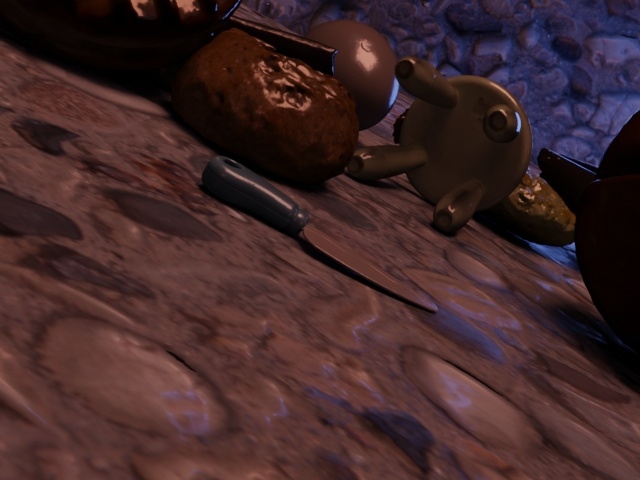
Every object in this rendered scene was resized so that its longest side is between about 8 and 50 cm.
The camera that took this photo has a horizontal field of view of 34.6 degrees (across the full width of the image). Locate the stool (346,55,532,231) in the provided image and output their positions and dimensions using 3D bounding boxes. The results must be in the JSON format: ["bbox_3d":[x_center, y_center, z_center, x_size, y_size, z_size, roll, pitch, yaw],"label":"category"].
[{"bbox_3d":[0.174,-0.130,1.389,0.195,0.195,0.198,32,16,16],"label":"stool"}]

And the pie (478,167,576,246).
[{"bbox_3d":[0.292,-0.079,1.641,0.274,0.105,0.257,34,4,19],"label":"pie"}]

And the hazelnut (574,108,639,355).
[{"bbox_3d":[0.513,-0.003,1.151,0.429,0.402,0.402,40,13,-2],"label":"hazelnut"}]

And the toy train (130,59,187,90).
[{"bbox_3d":[-0.237,-0.258,1.264,0.409,0.086,0.089,24,19,-19],"label":"toy train"}]

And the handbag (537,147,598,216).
[{"bbox_3d":[0.490,-0.025,1.733,0.285,0.113,0.257,38,7,-34],"label":"handbag"}]

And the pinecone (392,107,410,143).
[{"bbox_3d":[0.180,-0.198,1.880,0.102,0.102,0.109,34,-4,24],"label":"pinecone"}]

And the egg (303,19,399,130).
[{"bbox_3d":[0.041,-0.260,1.650,0.176,0.176,0.232,22,22,-25],"label":"egg"}]

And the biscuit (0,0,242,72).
[{"bbox_3d":[-0.235,-0.321,1.162,0.366,0.115,0.268,-13,72,-35],"label":"biscuit"}]

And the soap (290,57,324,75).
[{"bbox_3d":[-0.033,-0.185,1.375,0.056,0.100,0.149,22,13,-34],"label":"soap"}]

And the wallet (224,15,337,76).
[{"bbox_3d":[-0.156,-0.293,1.473,0.377,0.051,0.197,20,-6,0],"label":"wallet"}]

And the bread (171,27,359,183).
[{"bbox_3d":[-0.057,-0.156,1.174,0.230,0.123,0.230,24,15,-7],"label":"bread"}]

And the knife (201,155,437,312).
[{"bbox_3d":[-0.001,0.000,0.911,0.244,0.032,0.058,34,11,5],"label":"knife"}]
